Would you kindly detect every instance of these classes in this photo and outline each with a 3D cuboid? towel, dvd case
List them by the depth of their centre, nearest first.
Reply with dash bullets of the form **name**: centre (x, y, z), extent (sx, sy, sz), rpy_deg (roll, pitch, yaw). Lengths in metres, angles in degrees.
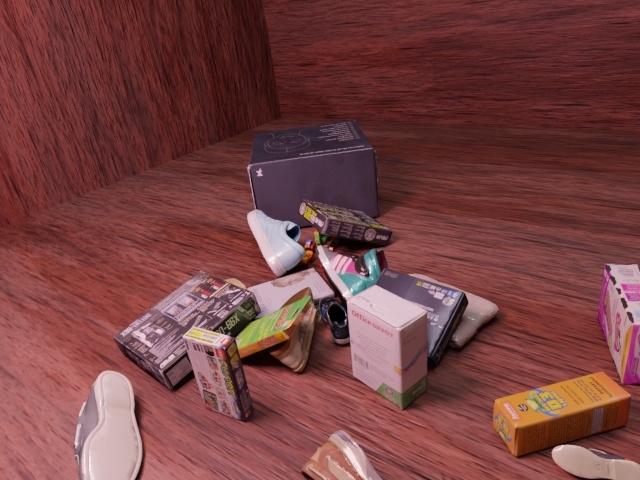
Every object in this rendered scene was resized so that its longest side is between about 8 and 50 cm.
- **towel**: centre (0.297, 0.179, 1.241), extent (0.187, 0.049, 0.282), rpy_deg (-29, 35, -33)
- **dvd case**: centre (-0.105, 0.160, 1.413), extent (0.253, 0.022, 0.180), rpy_deg (-17, 28, -16)

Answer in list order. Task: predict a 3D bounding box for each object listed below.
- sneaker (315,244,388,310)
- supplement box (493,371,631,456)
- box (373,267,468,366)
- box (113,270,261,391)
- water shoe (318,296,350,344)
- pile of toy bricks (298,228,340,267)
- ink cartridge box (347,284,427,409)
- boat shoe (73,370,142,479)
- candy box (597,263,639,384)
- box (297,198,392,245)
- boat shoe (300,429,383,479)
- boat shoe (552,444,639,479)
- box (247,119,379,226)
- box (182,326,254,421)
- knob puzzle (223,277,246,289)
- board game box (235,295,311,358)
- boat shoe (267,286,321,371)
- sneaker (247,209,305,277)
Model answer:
- **sneaker**: centre (0.104, 0.074, 1.380), extent (0.179, 0.123, 0.295), rpy_deg (-27, 37, -6)
- **supplement box**: centre (0.451, 0.324, 0.881), extent (0.234, 0.080, 0.078), rpy_deg (-14, 25, -7)
- **box**: centre (0.218, 0.181, 1.158), extent (0.233, 0.059, 0.183), rpy_deg (17, 65, 40)
- **box**: centre (-0.353, 0.223, 1.248), extent (0.243, 0.076, 0.307), rpy_deg (15, 43, 39)
- **water shoe**: centre (0.043, 0.190, 1.248), extent (0.073, 0.080, 0.203), rpy_deg (-13, 27, -11)
- **pile of toy bricks**: centre (0.000, 0.000, 1.604), extent (0.118, 0.105, 0.212), rpy_deg (4, 30, 23)
- **ink cartridge box**: centre (0.145, 0.225, 1.007), extent (0.093, 0.212, 0.154), rpy_deg (-26, 32, -32)
- **boat shoe**: centre (-0.446, 0.415, 0.964), extent (0.099, 0.116, 0.319), rpy_deg (-50, 35, 12)
- **candy box**: centre (0.674, 0.175, 1.019), extent (0.071, 0.159, 0.233), rpy_deg (0, 27, 18)
- **box**: centre (0.083, -0.065, 1.636), extent (0.270, 0.060, 0.216), rpy_deg (9, 18, -30)
- **boat shoe**: centre (0.075, 0.440, 0.727), extent (0.117, 0.123, 0.324), rpy_deg (-27, 25, -20)
- **boat shoe**: centre (0.472, 0.382, 0.801), extent (0.137, 0.049, 0.043), rpy_deg (2, -14, 24)
- **box**: centre (-0.035, -0.287, 1.966), extent (0.481, 0.297, 0.471), rpy_deg (-8, 25, -1)
- **box**: centre (-0.215, 0.286, 0.993), extent (0.114, 0.206, 0.036), rpy_deg (8, 31, 27)
- **knob puzzle**: centre (-0.305, 0.179, 1.415), extent (0.213, 0.029, 0.213), rpy_deg (-9, 27, 5)
- **board game box**: centre (-0.127, 0.218, 1.143), extent (0.259, 0.039, 0.124), rpy_deg (-33, 12, 38)
- **boat shoe**: centre (-0.061, 0.224, 1.220), extent (0.105, 0.089, 0.285), rpy_deg (-34, 16, 25)
- **sneaker**: centre (-0.143, -0.015, 1.620), extent (0.150, 0.135, 0.366), rpy_deg (-29, 40, -4)
